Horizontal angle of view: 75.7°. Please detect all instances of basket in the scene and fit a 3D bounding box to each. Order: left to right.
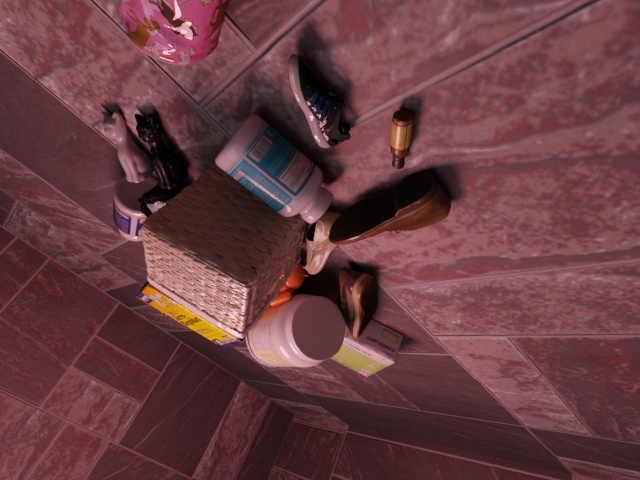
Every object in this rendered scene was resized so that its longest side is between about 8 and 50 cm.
[{"bbox_3d":[-0.249,0.015,1.115,0.332,0.328,0.266,28,141,10],"label":"basket"}]

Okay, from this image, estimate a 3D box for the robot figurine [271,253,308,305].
[{"bbox_3d":[-0.146,0.124,1.355,0.220,0.158,0.128,-27,106,14],"label":"robot figurine"}]

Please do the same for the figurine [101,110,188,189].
[{"bbox_3d":[-0.501,-0.263,1.151,0.215,0.092,0.209,12,138,23],"label":"figurine"}]

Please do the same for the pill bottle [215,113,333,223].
[{"bbox_3d":[-0.097,-0.153,0.950,0.264,0.146,0.146,39,146,-19],"label":"pill bottle"}]

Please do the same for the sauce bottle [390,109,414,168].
[{"bbox_3d":[0.156,-0.194,0.808,0.042,0.042,0.128,17,146,14],"label":"sauce bottle"}]

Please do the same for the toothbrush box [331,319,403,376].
[{"bbox_3d":[0.162,0.414,1.617,0.207,0.122,0.283,27,149,-1],"label":"toothbrush box"}]

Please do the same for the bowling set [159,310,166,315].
[{"bbox_3d":[-0.593,0.177,1.770,0.200,0.286,0.154,6,170,-36],"label":"bowling set"}]

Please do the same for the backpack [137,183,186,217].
[{"bbox_3d":[-0.450,-0.088,1.270,0.115,0.152,0.181,1,124,29],"label":"backpack"}]

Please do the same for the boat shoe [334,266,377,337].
[{"bbox_3d":[0.107,0.205,1.371,0.123,0.123,0.341,28,151,24],"label":"boat shoe"}]

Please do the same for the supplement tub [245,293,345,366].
[{"bbox_3d":[-0.090,0.308,1.395,0.235,0.235,0.325,38,148,-19],"label":"supplement tub"}]

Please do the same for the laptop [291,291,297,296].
[{"bbox_3d":[-0.049,0.262,1.650,0.265,0.136,0.234,7,153,-18],"label":"laptop"}]

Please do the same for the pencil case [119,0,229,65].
[{"bbox_3d":[-0.203,-0.439,0.600,0.167,0.160,0.386,39,148,-4],"label":"pencil case"}]

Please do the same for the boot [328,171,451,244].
[{"bbox_3d":[0.152,-0.043,0.954,0.306,0.112,0.115,-23,136,37],"label":"boot"}]

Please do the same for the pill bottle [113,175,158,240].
[{"bbox_3d":[-0.617,-0.101,1.391,0.153,0.153,0.265,33,147,-11],"label":"pill bottle"}]

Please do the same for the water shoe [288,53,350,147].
[{"bbox_3d":[0.003,-0.273,0.796,0.080,0.072,0.203,-12,140,16],"label":"water shoe"}]

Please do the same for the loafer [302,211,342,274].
[{"bbox_3d":[0.000,0.000,1.159,0.092,0.101,0.268,29,139,-2],"label":"loafer"}]

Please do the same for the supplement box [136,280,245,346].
[{"bbox_3d":[-0.406,0.192,1.419,0.357,0.195,0.194,37,147,-17],"label":"supplement box"}]
